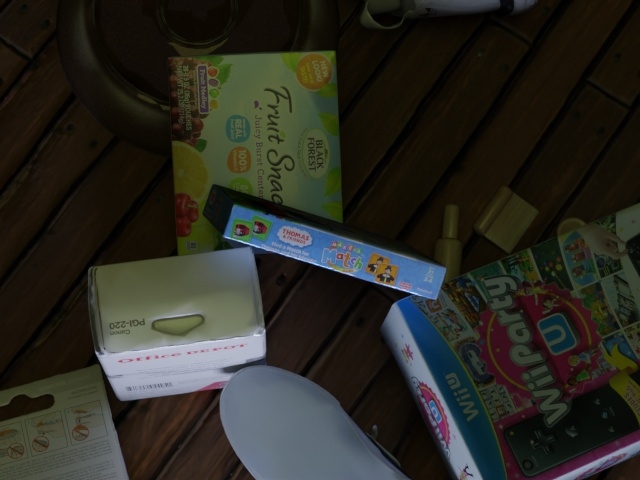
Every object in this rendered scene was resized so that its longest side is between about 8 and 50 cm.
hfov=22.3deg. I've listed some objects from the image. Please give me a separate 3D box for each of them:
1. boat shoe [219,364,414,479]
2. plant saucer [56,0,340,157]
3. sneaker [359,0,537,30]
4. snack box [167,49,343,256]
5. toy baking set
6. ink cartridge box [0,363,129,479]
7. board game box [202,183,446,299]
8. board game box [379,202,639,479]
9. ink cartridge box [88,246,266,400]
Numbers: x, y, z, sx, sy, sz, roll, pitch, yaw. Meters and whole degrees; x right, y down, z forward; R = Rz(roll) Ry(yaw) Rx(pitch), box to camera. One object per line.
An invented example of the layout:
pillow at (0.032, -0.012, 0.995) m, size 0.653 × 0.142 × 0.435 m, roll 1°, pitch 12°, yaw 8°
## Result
boat shoe at (0.029, 0.234, 1.598) m, size 0.306 × 0.105 × 0.113 m, roll 32°, pitch 81°, yaw -1°
plant saucer at (-0.132, -0.242, 1.754) m, size 0.311 × 0.050 × 0.310 m, roll 1°, pitch 74°, yaw -2°
sneaker at (0.091, -0.397, 1.750) m, size 0.210 × 0.137 × 0.365 m, roll -16°, pitch 80°, yaw -12°
snack box at (-0.066, -0.090, 1.674) m, size 0.174 × 0.070 × 0.207 m, roll -2°, pitch 96°, yaw -3°
toy baking set at (0.208, 0.068, 1.689) m, size 0.197 × 0.030 × 0.256 m, roll 11°, pitch 75°, yaw 1°
ink cartridge box at (-0.281, 0.253, 1.626) m, size 0.181 × 0.056 × 0.224 m, roll -15°, pitch 57°, yaw -6°
board game box at (0.000, 0.000, 1.566) m, size 0.211 × 0.160 × 0.039 m, roll 18°, pitch 94°, yaw -13°
board game box at (0.244, 0.118, 1.613) m, size 0.303 × 0.097 × 0.224 m, roll -22°, pitch 74°, yaw -15°
ink cartridge box at (-0.135, 0.085, 1.577) m, size 0.159 × 0.218 × 0.092 m, roll -7°, pitch 75°, yaw -4°
